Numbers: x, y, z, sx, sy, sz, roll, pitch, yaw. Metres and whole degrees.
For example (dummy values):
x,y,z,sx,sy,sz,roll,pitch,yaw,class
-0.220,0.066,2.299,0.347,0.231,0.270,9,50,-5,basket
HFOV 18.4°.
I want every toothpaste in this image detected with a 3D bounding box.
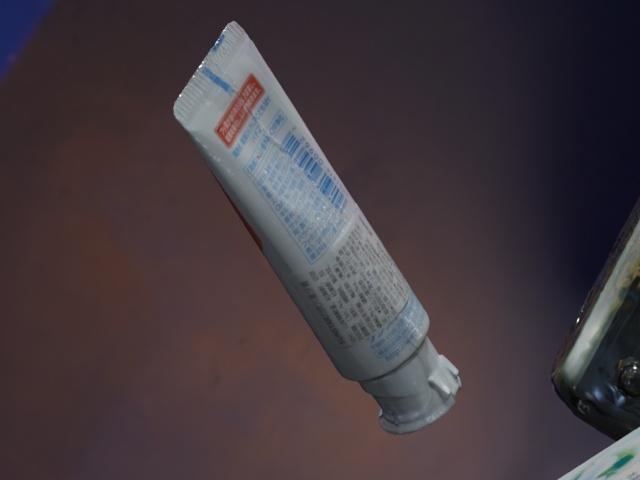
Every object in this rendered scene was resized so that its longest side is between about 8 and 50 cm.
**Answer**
x,y,z,sx,sy,sz,roll,pitch,yaw,class
0.000,0.000,1.038,0.057,0.089,0.234,-15,-60,31,toothpaste

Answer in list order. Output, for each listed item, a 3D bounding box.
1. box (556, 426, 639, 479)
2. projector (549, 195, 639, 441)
x,y,z,sx,sy,sz,roll,pitch,yaw,class
0.242,0.201,1.260,0.116,0.203,0.274,58,1,-8,box
0.482,0.070,1.913,0.405,0.395,0.242,27,4,6,projector
